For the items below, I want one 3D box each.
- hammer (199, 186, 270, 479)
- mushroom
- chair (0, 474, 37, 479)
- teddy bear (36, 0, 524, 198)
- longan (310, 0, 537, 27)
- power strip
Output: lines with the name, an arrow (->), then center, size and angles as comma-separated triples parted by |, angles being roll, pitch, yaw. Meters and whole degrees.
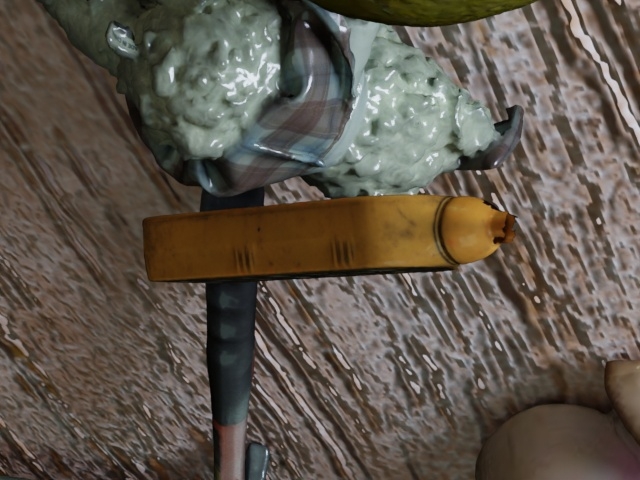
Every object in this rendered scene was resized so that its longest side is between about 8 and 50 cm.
hammer -> -0.047, 0.085, 0.737 | 0.033, 0.111, 0.288 | 6, 132, 3
mushroom -> 0.163, 0.184, 0.740 | 0.173, 0.162, 0.236 | -3, 137, 15
chair -> -0.183, 0.247, 0.885 | 0.203, 0.191, 0.274 | 11, -178, 3
teddy bear -> -0.014, -0.064, 0.530 | 0.213, 0.111, 0.133 | 38, 138, -26
longan -> 0.044, -0.138, 0.419 | 0.154, 0.176, 0.145 | 1, 99, 41
power strip -> 0.000, 0.000, 0.550 | 0.178, 0.028, 0.049 | -5, 174, 40
